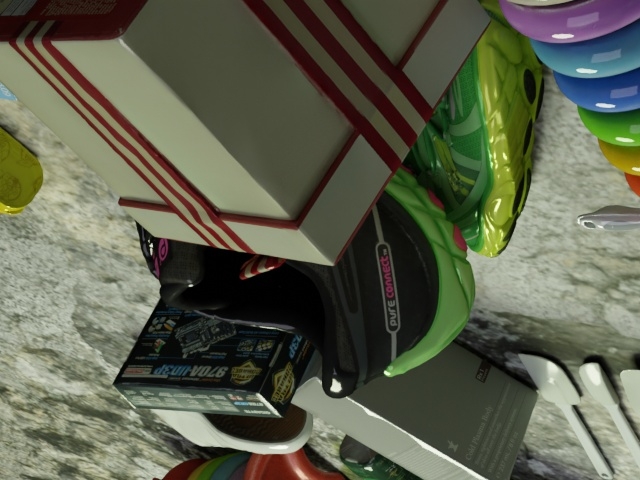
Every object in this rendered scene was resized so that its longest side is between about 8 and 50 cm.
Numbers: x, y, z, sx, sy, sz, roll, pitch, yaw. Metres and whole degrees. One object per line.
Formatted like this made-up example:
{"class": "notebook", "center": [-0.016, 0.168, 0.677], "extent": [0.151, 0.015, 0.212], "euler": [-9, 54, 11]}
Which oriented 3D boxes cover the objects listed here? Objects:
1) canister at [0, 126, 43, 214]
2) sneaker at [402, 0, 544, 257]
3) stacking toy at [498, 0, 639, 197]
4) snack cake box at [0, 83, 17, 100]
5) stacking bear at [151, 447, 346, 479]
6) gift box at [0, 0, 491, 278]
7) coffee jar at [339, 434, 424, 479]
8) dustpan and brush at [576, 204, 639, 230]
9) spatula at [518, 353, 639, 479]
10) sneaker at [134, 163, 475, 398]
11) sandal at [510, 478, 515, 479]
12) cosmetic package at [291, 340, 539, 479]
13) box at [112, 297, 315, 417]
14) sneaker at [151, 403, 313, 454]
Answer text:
{"class": "canister", "center": [-0.405, -0.072, 1.611], "extent": [0.126, 0.073, 0.170], "euler": [41, 148, -22]}
{"class": "sneaker", "center": [0.112, -0.085, 1.162], "extent": [0.123, 0.109, 0.295], "euler": [16, 148, 12]}
{"class": "stacking toy", "center": [0.233, -0.106, 1.000], "extent": [0.141, 0.141, 0.330], "euler": [-1, 138, 38]}
{"class": "snack cake box", "center": [-0.362, -0.254, 1.287], "extent": [0.152, 0.089, 0.264], "euler": [11, 146, 25]}
{"class": "stacking bear", "center": [-0.125, 0.366, 1.990], "extent": [0.175, 0.164, 0.289], "euler": [44, 150, -27]}
{"class": "gift box", "center": [-0.063, -0.144, 1.024], "extent": [0.258, 0.255, 0.276], "euler": [46, 162, -32]}
{"class": "coffee jar", "center": [0.108, 0.282, 1.731], "extent": [0.079, 0.096, 0.184], "euler": [5, 144, 50]}
{"class": "dustpan and brush", "center": [0.312, -0.027, 1.144], "extent": [0.211, 0.060, 0.147], "euler": [5, 143, 32]}
{"class": "spatula", "center": [0.325, 0.200, 1.520], "extent": [0.168, 0.019, 0.242], "euler": [0, 140, 36]}
{"class": "sneaker", "center": [-0.092, -0.050, 1.217], "extent": [0.483, 0.202, 0.185], "euler": [37, 155, 24]}
{"class": "sandal", "center": [0.373, 0.403, 1.664], "extent": [0.445, 0.167, 0.107], "euler": [25, 132, 3]}
{"class": "cosmetic package", "center": [0.099, 0.167, 1.538], "extent": [0.238, 0.127, 0.107], "euler": [31, 152, -11]}
{"class": "box", "center": [-0.101, 0.103, 1.543], "extent": [0.220, 0.175, 0.051], "euler": [-3, 139, 39]}
{"class": "sneaker", "center": [-0.108, 0.215, 1.803], "extent": [0.290, 0.106, 0.123], "euler": [15, 153, 39]}
